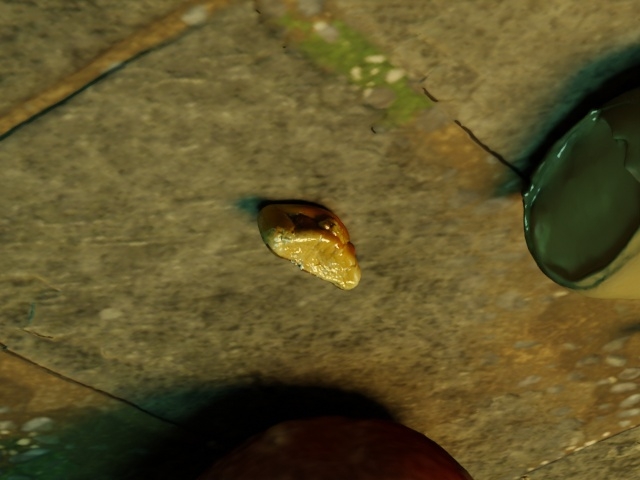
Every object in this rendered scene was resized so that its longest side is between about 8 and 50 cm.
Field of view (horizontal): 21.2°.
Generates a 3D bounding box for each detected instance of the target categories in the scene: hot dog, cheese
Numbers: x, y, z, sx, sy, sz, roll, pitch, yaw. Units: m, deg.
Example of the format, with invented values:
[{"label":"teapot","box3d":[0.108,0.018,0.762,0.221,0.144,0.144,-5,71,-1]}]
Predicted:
[{"label":"hot dog","box3d":[0.000,0.000,1.017,0.034,0.030,0.090,-37,142,20]},{"label":"cheese","box3d":[0.236,-0.025,1.006,0.203,0.091,0.175,7,145,-28]}]

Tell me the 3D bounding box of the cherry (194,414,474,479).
[{"label":"cherry","box3d":[0.005,0.299,1.234,0.291,0.334,0.326,-17,172,-33]}]
